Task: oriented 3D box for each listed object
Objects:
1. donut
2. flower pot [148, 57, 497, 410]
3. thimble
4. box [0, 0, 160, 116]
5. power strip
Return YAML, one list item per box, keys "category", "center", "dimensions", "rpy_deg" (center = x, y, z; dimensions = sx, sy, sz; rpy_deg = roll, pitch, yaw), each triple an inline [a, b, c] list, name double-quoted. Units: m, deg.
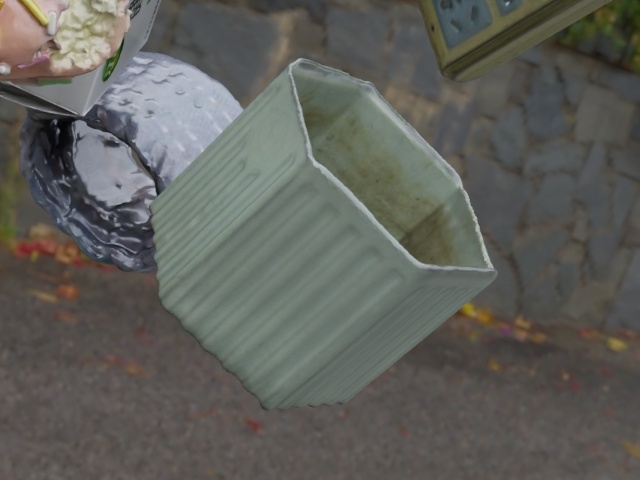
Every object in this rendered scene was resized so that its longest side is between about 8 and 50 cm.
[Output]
- category: "donut"
  center: [-0.244, -0.149, 1.017]
  dimensions: [0.199, 0.085, 0.233]
  rpy_deg: [-1, 4, 9]
- category: "flower pot"
  center: [0.000, 0.000, 1.194]
  dimensions: [0.209, 0.189, 0.239]
  rpy_deg: [31, 28, -33]
- category: "thimble"
  center: [-0.191, -0.085, 1.550]
  dimensions: [0.236, 0.205, 0.172]
  rpy_deg: [48, 38, 6]
- category: "box"
  center: [-0.202, -0.289, 1.302]
  dimensions: [0.145, 0.332, 0.173]
  rpy_deg: [27, 36, 1]
- category: "power strip"
  center: [0.225, -0.242, 1.156]
  dimensions: [0.066, 0.092, 0.388]
  rpy_deg: [0, -21, -46]
